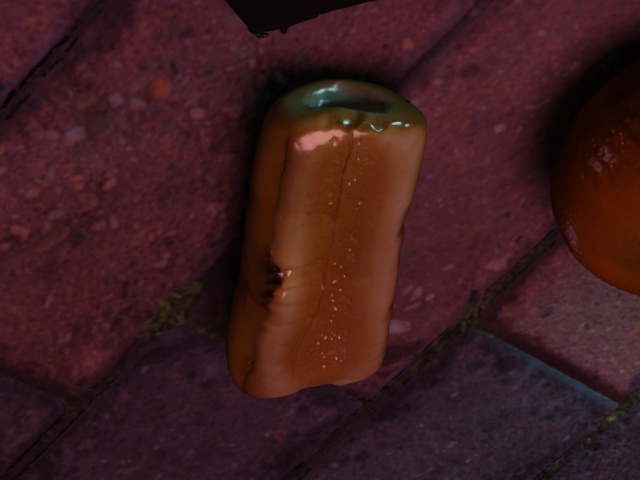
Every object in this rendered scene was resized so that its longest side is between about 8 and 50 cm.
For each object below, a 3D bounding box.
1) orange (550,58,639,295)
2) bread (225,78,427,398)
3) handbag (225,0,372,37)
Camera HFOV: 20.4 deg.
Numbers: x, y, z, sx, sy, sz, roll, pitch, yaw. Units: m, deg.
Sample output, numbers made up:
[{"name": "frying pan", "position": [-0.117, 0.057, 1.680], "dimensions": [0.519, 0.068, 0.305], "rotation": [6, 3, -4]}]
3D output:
[{"name": "orange", "position": [0.308, -0.051, 1.441], "dimensions": [0.240, 0.171, 0.240], "rotation": [-12, 133, -13]}, {"name": "bread", "position": [0.000, 0.000, 1.421], "dimensions": [0.142, 0.091, 0.305], "rotation": [-11, 134, -23]}, {"name": "handbag", "position": [-0.011, -0.249, 1.162], "dimensions": [0.223, 0.080, 0.247], "rotation": [-9, 141, 30]}]
